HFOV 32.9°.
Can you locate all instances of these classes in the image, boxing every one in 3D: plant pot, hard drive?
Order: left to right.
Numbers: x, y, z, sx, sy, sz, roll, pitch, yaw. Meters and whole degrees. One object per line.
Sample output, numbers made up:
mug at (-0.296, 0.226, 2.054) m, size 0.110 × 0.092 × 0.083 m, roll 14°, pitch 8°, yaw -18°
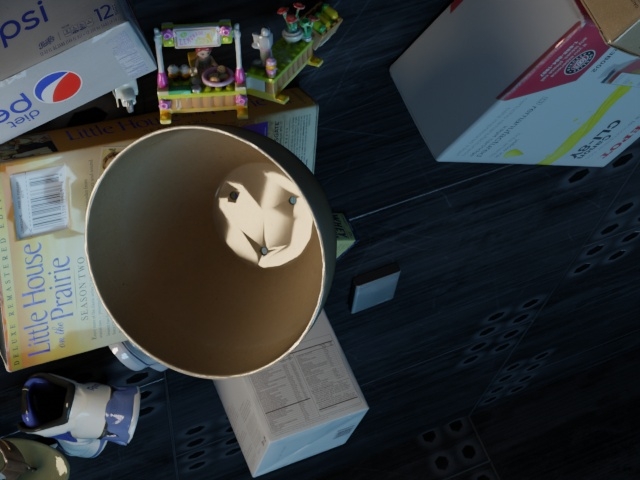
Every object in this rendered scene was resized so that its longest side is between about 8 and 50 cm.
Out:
plant pot at (-0.099, -0.007, 1.247) m, size 0.284 × 0.284 × 0.191 m, roll -36°, pitch -179°, yaw 24°
hard drive at (0.104, 0.095, 2.126) m, size 0.094 × 0.022 × 0.135 m, roll -20°, pitch 157°, yaw -12°

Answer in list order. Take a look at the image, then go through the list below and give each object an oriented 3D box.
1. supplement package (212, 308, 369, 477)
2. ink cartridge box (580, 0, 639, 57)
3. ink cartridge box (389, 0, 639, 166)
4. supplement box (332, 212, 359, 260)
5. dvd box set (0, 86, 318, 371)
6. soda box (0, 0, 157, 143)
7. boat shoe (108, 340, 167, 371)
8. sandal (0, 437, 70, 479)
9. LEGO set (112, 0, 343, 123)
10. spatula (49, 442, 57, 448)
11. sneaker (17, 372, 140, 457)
supplement package at (-0.070, 0.254, 1.982) m, size 0.198 × 0.263 × 0.199 m, roll -16°, pitch 156°, yaw -22°
ink cartridge box at (0.341, -0.345, 1.140) m, size 0.193 × 0.235 × 0.088 m, roll -39°, pitch 153°, yaw 32°
ink cartridge box at (0.333, -0.240, 1.455) m, size 0.384 × 0.160 × 0.279 m, roll -2°, pitch 148°, yaw -43°
supplement box at (0.000, 0.000, 1.771) m, size 0.083 × 0.056 × 0.083 m, roll 0°, pitch 147°, yaw -45°
dvd box set at (-0.208, -0.016, 1.369) m, size 0.420 × 0.062 × 0.308 m, roll -14°, pitch 129°, yaw -24°
soda box at (-0.312, -0.163, 1.051) m, size 0.286 × 0.098 × 0.091 m, roll -26°, pitch 155°, yaw 1°
boat shoe at (-0.291, 0.169, 1.839) m, size 0.076 × 0.083 × 0.226 m, roll -39°, pitch 168°, yaw 3°
sandal at (-0.565, 0.375, 1.806) m, size 0.302 × 0.120 × 0.086 m, roll 20°, pitch 165°, yaw -26°
LEGO set at (-0.087, -0.213, 1.155) m, size 0.287 × 0.132 × 0.107 m, roll -20°, pitch 135°, yaw -19°
spatula at (-0.577, 0.412, 2.058) m, size 0.168 × 0.019 × 0.242 m, roll -11°, pitch 170°, yaw -17°
sneaker at (-0.444, 0.294, 1.899) m, size 0.182 × 0.127 × 0.315 m, roll 17°, pitch 158°, yaw -22°
